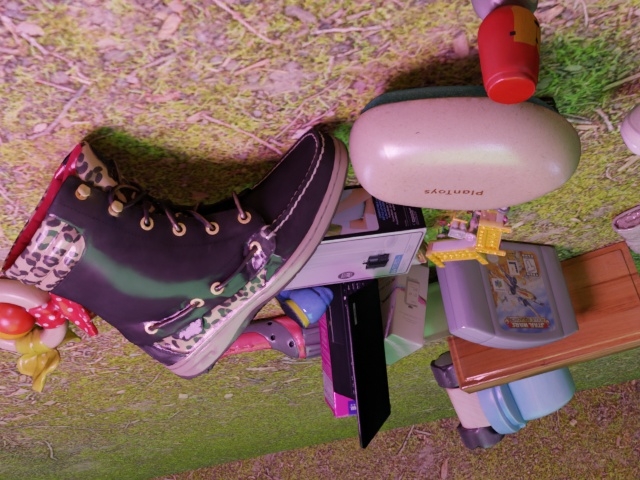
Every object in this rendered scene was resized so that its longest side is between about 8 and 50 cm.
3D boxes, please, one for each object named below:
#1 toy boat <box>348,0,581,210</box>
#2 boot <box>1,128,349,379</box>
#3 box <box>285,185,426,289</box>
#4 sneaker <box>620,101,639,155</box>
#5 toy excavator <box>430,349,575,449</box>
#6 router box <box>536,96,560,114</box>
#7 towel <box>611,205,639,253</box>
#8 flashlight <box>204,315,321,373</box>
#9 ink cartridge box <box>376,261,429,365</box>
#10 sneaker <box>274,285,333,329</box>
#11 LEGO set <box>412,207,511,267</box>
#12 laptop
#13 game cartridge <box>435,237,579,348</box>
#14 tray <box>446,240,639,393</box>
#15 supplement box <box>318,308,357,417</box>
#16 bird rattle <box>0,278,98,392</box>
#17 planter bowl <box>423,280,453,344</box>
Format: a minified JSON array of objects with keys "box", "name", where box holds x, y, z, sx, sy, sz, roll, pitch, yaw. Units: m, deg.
[{"box":[0.170,-0.148,0.750,0.267,0.148,0.318,4,156,-1],"name":"toy boat"},{"box":[-0.170,-0.027,0.834,0.284,0.138,0.377,32,107,-27],"name":"boot"},{"box":[0.000,0.000,1.054,0.289,0.087,0.169,-6,155,-8],"name":"box"},{"box":[0.501,-0.202,0.826,0.292,0.110,0.118,-27,143,15],"name":"sneaker"},{"box":[0.549,0.281,1.634,0.445,0.223,0.433,-18,-172,35],"name":"toy excavator"},{"box":[0.251,-0.138,0.920,0.092,0.038,0.122,-5,155,-9],"name":"router box"},{"box":[0.697,-0.051,1.266,0.282,0.049,0.187,-25,151,28],"name":"towel"},{"box":[-0.143,0.219,1.427,0.303,0.103,0.103,-11,-170,-9],"name":"flashlight"},{"box":[0.137,0.111,1.245,0.067,0.198,0.115,22,145,-16],"name":"ink cartridge box"},{"box":[-0.035,0.091,1.187,0.082,0.069,0.209,-39,-162,-11],"name":"sneaker"},{"box":[0.230,-0.036,1.094,0.132,0.107,0.287,19,157,-7],"name":"LEGO set"},{"box":[0.035,0.183,1.146,0.136,0.235,0.264,-9,-173,-32],"name":"laptop"},{"box":[0.350,0.099,1.271,0.297,0.198,0.062,5,151,-30],"name":"game cartridge"},{"box":[0.470,0.167,1.451,0.410,0.203,0.076,-22,152,22],"name":"tray"},{"box":[0.063,0.222,1.359,0.111,0.220,0.114,-6,-173,-10],"name":"supplement box"},{"box":[-0.471,0.133,1.117,0.206,0.143,0.253,20,141,-21],"name":"bird rattle"},{"box":[0.207,0.155,1.389,0.162,0.109,0.162,-17,170,-3],"name":"planter bowl"}]
